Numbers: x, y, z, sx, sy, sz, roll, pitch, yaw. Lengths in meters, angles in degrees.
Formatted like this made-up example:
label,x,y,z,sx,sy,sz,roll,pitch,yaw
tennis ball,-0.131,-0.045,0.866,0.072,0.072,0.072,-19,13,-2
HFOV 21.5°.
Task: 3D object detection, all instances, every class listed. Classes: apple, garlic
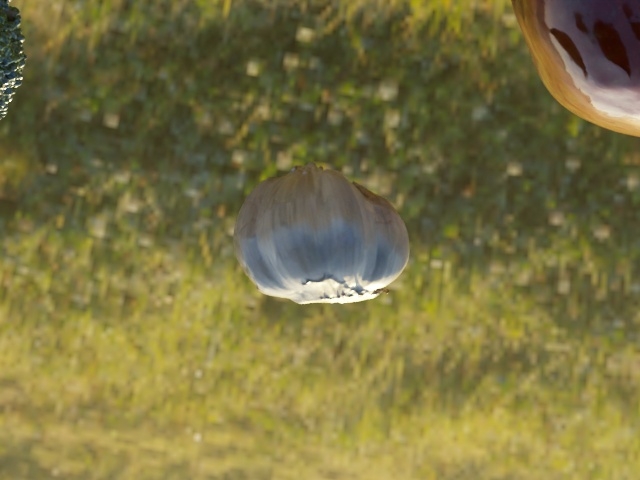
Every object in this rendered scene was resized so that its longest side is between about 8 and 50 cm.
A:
label,x,y,z,sx,sy,sz,roll,pitch,yaw
apple,0.215,-0.174,1.047,0.230,0.230,0.230,6,151,3
garlic,0.000,-0.004,1.081,0.113,0.094,0.074,-4,-178,1

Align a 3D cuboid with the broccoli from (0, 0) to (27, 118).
label,x,y,z,sx,sy,sz,roll,pitch,yaw
broccoli,-0.315,-0.145,1.240,0.204,0.118,0.122,8,139,-19
